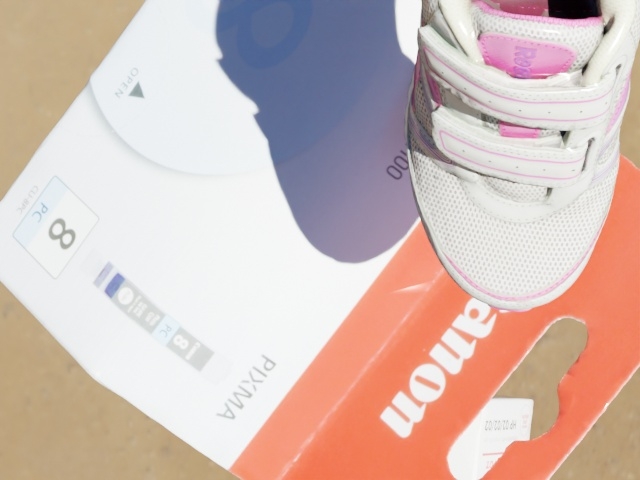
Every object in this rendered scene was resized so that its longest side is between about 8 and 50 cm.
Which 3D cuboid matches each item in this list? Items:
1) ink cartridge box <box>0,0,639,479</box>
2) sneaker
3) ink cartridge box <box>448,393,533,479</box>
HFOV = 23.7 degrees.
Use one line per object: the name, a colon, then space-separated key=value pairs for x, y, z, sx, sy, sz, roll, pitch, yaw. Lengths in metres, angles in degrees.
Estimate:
ink cartridge box: x=0.000 y=0.000 z=0.926 sx=0.385 sy=0.091 sz=0.308 roll=41 pitch=98 yaw=29
sneaker: x=0.081 y=-0.076 z=0.642 sx=0.103 sy=0.252 sz=0.111 roll=1 pitch=26 yaw=8
ink cartridge box: x=0.080 y=0.133 z=1.059 sx=0.181 sy=0.104 sz=0.061 roll=5 pitch=88 yaw=27
